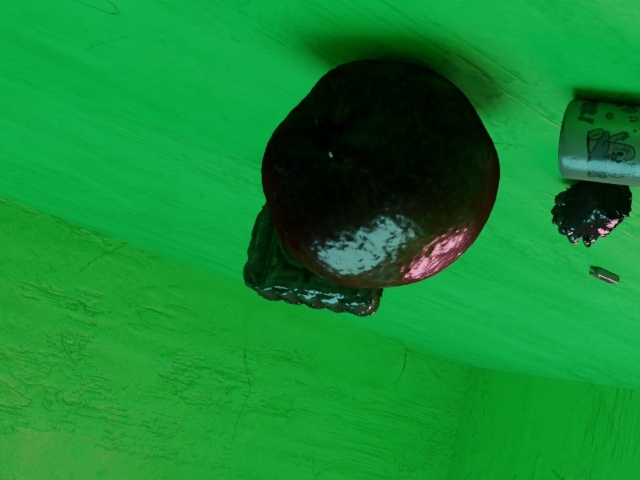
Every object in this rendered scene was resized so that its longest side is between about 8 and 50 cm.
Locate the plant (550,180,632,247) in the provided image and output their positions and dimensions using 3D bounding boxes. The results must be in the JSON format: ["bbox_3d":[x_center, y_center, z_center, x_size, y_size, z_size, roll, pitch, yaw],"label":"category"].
[{"bbox_3d":[0.403,-0.044,1.646,0.092,0.094,0.143,5,167,-14],"label":"plant"}]

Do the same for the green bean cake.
[{"bbox_3d":[0.000,0.000,1.973,0.255,0.241,0.132,11,171,16],"label":"green bean cake"}]

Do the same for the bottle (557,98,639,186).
[{"bbox_3d":[0.391,-0.115,1.292,0.209,0.097,0.110,8,125,22],"label":"bottle"}]

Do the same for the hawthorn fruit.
[{"bbox_3d":[0.092,-0.068,1.399,0.284,0.285,0.369,9,173,23],"label":"hawthorn fruit"}]

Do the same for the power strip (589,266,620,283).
[{"bbox_3d":[0.570,0.070,2.221,0.083,0.017,0.027,20,166,-36],"label":"power strip"}]
